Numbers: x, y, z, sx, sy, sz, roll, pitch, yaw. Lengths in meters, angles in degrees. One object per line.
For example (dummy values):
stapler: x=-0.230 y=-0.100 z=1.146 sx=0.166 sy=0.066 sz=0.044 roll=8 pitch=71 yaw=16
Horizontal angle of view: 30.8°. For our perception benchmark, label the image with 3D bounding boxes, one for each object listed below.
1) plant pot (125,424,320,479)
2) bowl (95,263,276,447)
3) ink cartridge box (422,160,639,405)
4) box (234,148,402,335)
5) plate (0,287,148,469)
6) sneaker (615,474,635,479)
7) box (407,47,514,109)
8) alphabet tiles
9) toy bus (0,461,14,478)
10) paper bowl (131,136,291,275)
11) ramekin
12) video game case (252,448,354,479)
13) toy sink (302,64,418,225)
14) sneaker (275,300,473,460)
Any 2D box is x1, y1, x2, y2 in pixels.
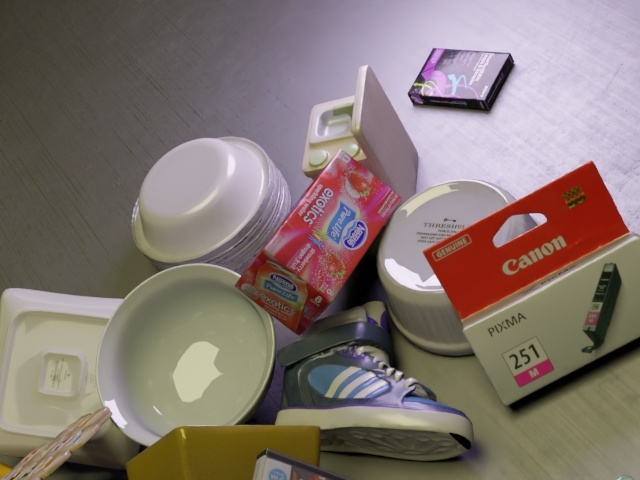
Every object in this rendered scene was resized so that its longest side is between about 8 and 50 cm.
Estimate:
plant pot: x=-0.125 y=0.369 z=1.577 sx=0.212 sy=0.212 sz=0.187 roll=-41 pitch=51 yaw=52
bowl: x=-0.189 y=0.194 z=1.814 sx=0.298 sy=0.134 sz=0.297 roll=-7 pitch=67 yaw=17
ink cartridge box: x=0.315 y=0.059 z=1.596 sx=0.275 sy=0.238 sz=0.060 roll=-29 pitch=7 yaw=7
box: x=0.000 y=0.000 z=1.756 sx=0.257 sy=0.128 sz=0.122 roll=-54 pitch=4 yaw=-40
plate: x=-0.417 y=0.220 z=1.891 sx=0.278 sy=0.045 sz=0.277 roll=5 pitch=77 yaw=9
sneaker: x=0.369 y=0.344 z=1.450 sx=0.098 sy=0.038 sz=0.069 roll=-39 pitch=44 yaw=-3
box: x=0.248 y=-0.288 z=2.060 sx=0.162 sy=0.029 sz=0.116 roll=11 pitch=60 yaw=35
alphabet tiles: x=-0.427 y=0.346 z=1.702 sx=0.284 sy=0.021 sz=0.278 roll=-43 pitch=9 yaw=-36
toy bus: x=-0.500 y=0.416 z=1.859 sx=0.202 sy=0.104 sz=0.191 roll=-26 pitch=45 yaw=10
paper bowl: x=-0.208 y=-0.067 z=2.063 sx=0.284 sy=0.148 sz=0.284 roll=-17 pitch=48 yaw=19
ramekin: x=0.208 y=0.028 z=1.748 sx=0.273 sy=0.127 sz=0.272 roll=-16 pitch=48 yaw=19
video game case: x=0.025 y=0.419 z=1.452 sx=0.035 sy=0.275 sz=0.248 roll=-46 pitch=27 yaw=49
toy sink: x=0.056 y=-0.148 z=1.910 sx=0.131 sy=0.234 sz=0.152 roll=-11 pitch=50 yaw=23
sneaker: x=0.088 y=0.184 z=1.685 sx=0.323 sy=0.130 sz=0.236 roll=-5 pitch=56 yaw=35
